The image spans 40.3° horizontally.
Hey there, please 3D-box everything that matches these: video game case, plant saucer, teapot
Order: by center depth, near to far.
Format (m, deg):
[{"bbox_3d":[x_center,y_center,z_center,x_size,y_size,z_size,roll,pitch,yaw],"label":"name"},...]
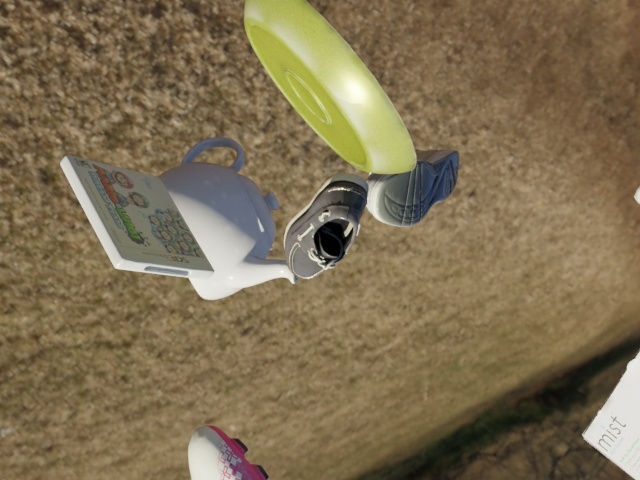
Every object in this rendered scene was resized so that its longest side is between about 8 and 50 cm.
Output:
[{"bbox_3d":[-0.001,-0.149,0.847,0.037,0.241,0.241,-41,154,-5],"label":"plant saucer"},{"bbox_3d":[-0.203,-0.025,0.977,0.019,0.157,0.143,-46,151,21],"label":"video game case"},{"bbox_3d":[-0.162,-0.038,1.478,0.187,0.256,0.252,-26,-168,-4],"label":"teapot"}]

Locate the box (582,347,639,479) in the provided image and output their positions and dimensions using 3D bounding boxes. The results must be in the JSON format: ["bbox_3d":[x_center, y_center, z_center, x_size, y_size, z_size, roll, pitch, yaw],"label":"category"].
[{"bbox_3d":[0.415,0.159,0.826,0.127,0.231,0.262,-29,146,-38],"label":"box"}]

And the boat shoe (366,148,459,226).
[{"bbox_3d":[0.148,-0.105,1.540,0.320,0.103,0.118,-31,129,-55],"label":"boat shoe"}]

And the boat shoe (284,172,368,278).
[{"bbox_3d":[0.000,0.000,1.056,0.206,0.075,0.065,122,-20,-52],"label":"boat shoe"}]

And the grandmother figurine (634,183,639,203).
[{"bbox_3d":[0.709,-0.195,1.720,0.342,0.104,0.208,-56,139,-25],"label":"grandmother figurine"}]

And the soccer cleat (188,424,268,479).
[{"bbox_3d":[-0.105,0.396,1.073,0.143,0.331,0.116,-26,-175,-31],"label":"soccer cleat"}]
